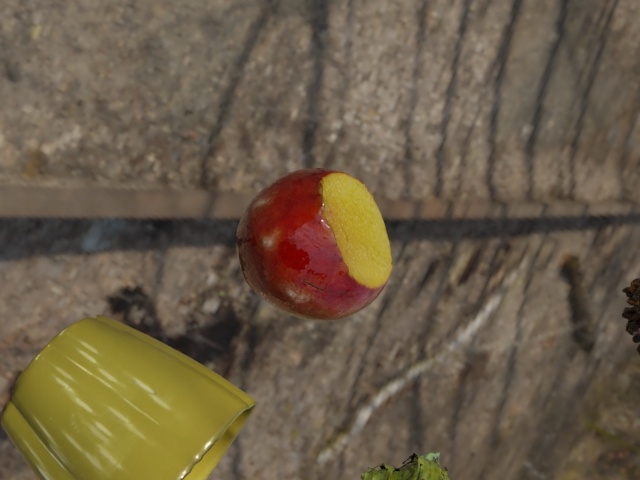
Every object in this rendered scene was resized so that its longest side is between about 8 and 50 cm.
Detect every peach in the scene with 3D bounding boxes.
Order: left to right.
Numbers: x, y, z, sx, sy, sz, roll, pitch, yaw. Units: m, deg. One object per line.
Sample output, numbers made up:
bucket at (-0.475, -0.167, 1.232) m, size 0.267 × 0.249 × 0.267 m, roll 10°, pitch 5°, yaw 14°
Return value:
peach at (0.000, 0.000, 1.534) m, size 0.190 × 0.190 × 0.192 m, roll -53°, pitch -173°, yaw -29°

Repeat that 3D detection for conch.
conch at (0.073, 0.165, 0.785) m, size 0.074 × 0.121 × 0.089 m, roll -49°, pitch -168°, yaw 37°

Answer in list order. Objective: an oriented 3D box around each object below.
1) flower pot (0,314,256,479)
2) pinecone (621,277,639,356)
flower pot at (-0.186, 0.170, 1.222) m, size 0.195 × 0.179 × 0.195 m, roll -51°, pitch 174°, yaw -8°
pinecone at (0.327, 0.069, 1.224) m, size 0.102 × 0.102 × 0.109 m, roll -50°, pitch 146°, yaw -34°
